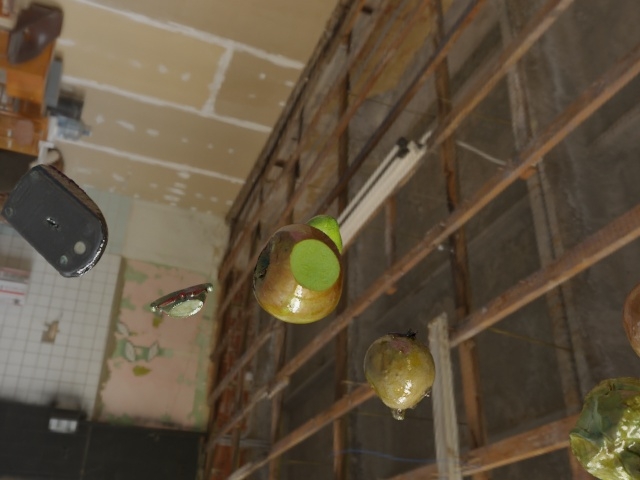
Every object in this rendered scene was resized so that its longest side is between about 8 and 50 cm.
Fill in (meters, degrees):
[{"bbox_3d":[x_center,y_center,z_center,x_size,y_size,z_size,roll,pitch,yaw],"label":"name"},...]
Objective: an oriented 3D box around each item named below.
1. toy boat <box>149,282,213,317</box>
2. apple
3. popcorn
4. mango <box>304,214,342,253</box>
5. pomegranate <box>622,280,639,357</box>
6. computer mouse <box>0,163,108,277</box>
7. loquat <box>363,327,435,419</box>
[{"bbox_3d":[-0.384,0.172,1.854,0.071,0.185,0.089,-127,-157,-51],"label":"toy boat"},{"bbox_3d":[-0.023,0.040,0.770,0.099,0.102,0.114,-33,-138,56],"label":"apple"},{"bbox_3d":[0.741,0.456,1.569,0.276,0.225,0.276,26,-48,33],"label":"popcorn"},{"bbox_3d":[-0.006,0.002,1.626,0.163,0.117,0.089,76,0,-51],"label":"mango"},{"bbox_3d":[0.579,0.134,1.056,0.191,0.191,0.191,-168,-90,-71],"label":"pomegranate"},{"bbox_3d":[-0.583,-0.042,1.502,0.170,0.269,0.100,-49,171,7],"label":"computer mouse"},{"bbox_3d":[0.177,0.299,1.477,0.172,0.150,0.204,-5,-91,63],"label":"loquat"}]
